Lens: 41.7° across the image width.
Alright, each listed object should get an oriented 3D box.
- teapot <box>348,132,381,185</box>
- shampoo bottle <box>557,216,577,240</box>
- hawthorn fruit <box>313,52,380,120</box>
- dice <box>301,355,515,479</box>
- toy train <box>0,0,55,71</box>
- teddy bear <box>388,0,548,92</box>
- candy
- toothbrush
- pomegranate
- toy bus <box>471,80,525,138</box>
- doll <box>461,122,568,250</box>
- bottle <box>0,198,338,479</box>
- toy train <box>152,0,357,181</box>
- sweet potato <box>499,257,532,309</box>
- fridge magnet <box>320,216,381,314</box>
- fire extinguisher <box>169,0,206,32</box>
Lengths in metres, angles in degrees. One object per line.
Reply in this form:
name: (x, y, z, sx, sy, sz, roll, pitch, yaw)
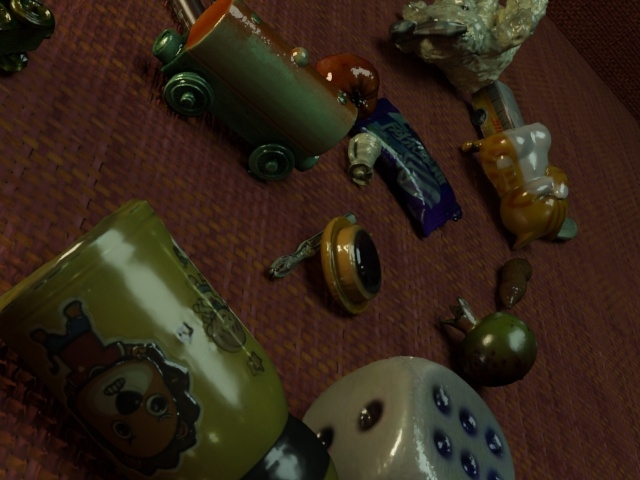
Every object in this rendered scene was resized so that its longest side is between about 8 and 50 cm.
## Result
teapot: (0.070, -0.137, 1.416, 0.067, 0.057, 0.083, 41, 39, -32)
shampoo bottle: (0.565, -0.036, 2.033, 0.212, 0.049, 0.072, 7, 60, -54)
hawthorn fruit: (0.032, -0.256, 1.425, 0.125, 0.140, 0.125, -22, 118, -52)
dice: (0.090, 0.259, 0.932, 0.193, 0.192, 0.194, 41, 35, -23)
toy train: (-0.373, -0.237, 0.848, 0.137, 0.090, 0.225, 50, 30, 3)
teddy bear: (0.329, -0.525, 1.919, 0.362, 0.327, 0.375, 42, 69, -53)
candy: (0.158, -0.134, 1.530, 0.275, 0.070, 0.145, 57, 38, -3)
toothbrush: (-0.004, 0.003, 1.207, 0.026, 0.028, 0.294, 57, 25, -1)
pomegranate: (0.268, 0.167, 1.349, 0.159, 0.129, 0.129, 26, 38, -12)
toy bus: (0.440, -0.253, 2.003, 0.092, 0.106, 0.268, 20, 47, -42)
doll: (0.442, -0.130, 1.824, 0.166, 0.162, 0.270, -14, 75, -24)
bottle: (-0.119, 0.144, 0.759, 0.351, 0.171, 0.171, 51, 31, -8)
toy train: (-0.083, -0.204, 1.138, 0.285, 0.177, 0.116, 39, 35, -29)
sweet potato: (0.382, 0.078, 1.659, 0.065, 0.051, 0.218, 56, 30, -6)
fridge magnet: (0.044, 0.035, 1.193, 0.143, 0.063, 0.143, 43, 40, -53)
fire extinguisher: (-0.196, -0.346, 1.243, 0.158, 0.043, 0.064, 63, 1, 10)
